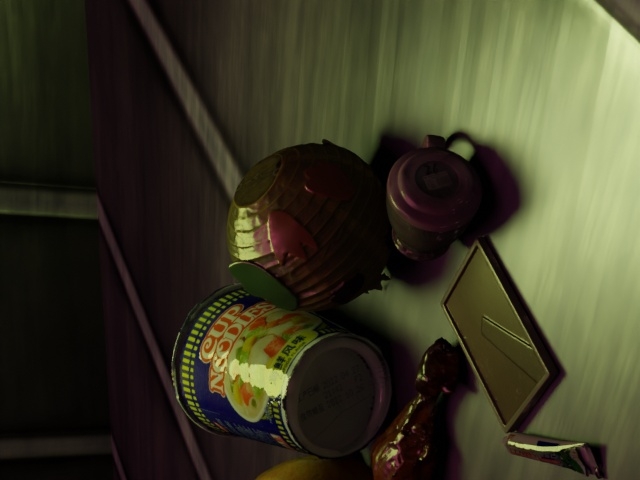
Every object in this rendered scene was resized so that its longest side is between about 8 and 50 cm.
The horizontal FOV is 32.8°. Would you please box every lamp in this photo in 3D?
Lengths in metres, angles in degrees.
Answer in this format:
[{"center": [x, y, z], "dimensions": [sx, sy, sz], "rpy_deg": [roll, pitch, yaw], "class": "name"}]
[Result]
[{"center": [0.000, 0.000, 1.558], "dimensions": [0.284, 0.250, 0.250], "rpy_deg": [44, 176, -30], "class": "lamp"}]

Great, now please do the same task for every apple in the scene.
[{"center": [-0.006, 0.449, 1.717], "dimensions": [0.264, 0.264, 0.264], "rpy_deg": [170, 90, -68], "class": "apple"}]

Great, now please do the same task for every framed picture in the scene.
[{"center": [0.216, 0.118, 1.349], "dimensions": [0.150, 0.015, 0.203], "rpy_deg": [109, 144, -50], "class": "framed picture"}]

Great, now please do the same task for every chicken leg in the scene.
[{"center": [0.132, 0.258, 1.532], "dimensions": [0.113, 0.093, 0.304], "rpy_deg": [-111, 26, -51], "class": "chicken leg"}]

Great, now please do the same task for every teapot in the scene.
[{"center": [0.128, -0.049, 1.366], "dimensions": [0.146, 0.116, 0.148], "rpy_deg": [97, 150, -59], "class": "teapot"}]

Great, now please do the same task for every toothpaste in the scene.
[{"center": [0.266, 0.246, 1.272], "dimensions": [0.170, 0.028, 0.045], "rpy_deg": [-5, 106, 64], "class": "toothpaste"}]

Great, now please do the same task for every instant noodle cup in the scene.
[{"center": [-0.048, 0.220, 1.742], "dimensions": [0.312, 0.284, 0.284], "rpy_deg": [9, 108, 58], "class": "instant noodle cup"}]

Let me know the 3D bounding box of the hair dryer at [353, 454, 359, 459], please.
[{"center": [0.038, 0.388, 1.879], "dimensions": [0.063, 0.037, 0.114], "rpy_deg": [-121, 23, -45], "class": "hair dryer"}]
